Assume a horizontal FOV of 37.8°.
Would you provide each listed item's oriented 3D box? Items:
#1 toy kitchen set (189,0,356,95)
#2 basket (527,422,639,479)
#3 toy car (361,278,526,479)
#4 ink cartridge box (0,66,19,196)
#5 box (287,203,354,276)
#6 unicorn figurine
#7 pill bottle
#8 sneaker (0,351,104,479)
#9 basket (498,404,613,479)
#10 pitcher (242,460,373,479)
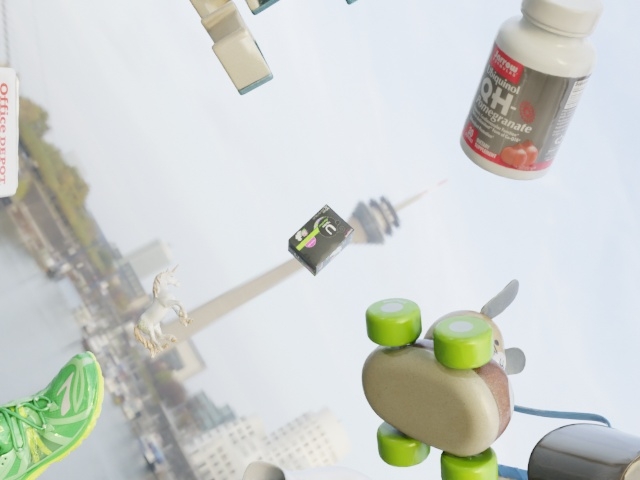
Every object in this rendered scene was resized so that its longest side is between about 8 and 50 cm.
[{"bbox_3d":[-0.021,-0.256,1.030,0.122,0.207,0.166,55,7,-45],"label":"toy kitchen set"},{"bbox_3d":[0.387,0.313,1.168,0.204,0.154,0.227,19,-10,0],"label":"basket"},{"bbox_3d":[0.146,0.117,0.888,0.149,0.188,0.155,13,-63,42],"label":"toy car"},{"bbox_3d":[-0.570,-0.153,1.333,0.114,0.273,0.197,9,-79,27],"label":"ink cartridge box"},{"bbox_3d":[0.000,0.000,1.405,0.062,0.083,0.052,43,-17,11],"label":"box"},{"bbox_3d":[-0.289,0.128,1.734,0.111,0.162,0.060,40,-9,19],"label":"unicorn figurine"},{"bbox_3d":[0.367,-0.277,1.611,0.176,0.176,0.319,51,-41,39],"label":"pill bottle"},{"bbox_3d":[-0.443,0.286,1.407,0.109,0.295,0.123,40,-5,40],"label":"sneaker"},{"bbox_3d":[0.340,0.411,1.560,0.254,0.289,0.201,-1,-38,36],"label":"basket"},{"bbox_3d":[0.012,0.378,1.308,0.207,0.126,0.177,23,-12,-31],"label":"pitcher"}]
